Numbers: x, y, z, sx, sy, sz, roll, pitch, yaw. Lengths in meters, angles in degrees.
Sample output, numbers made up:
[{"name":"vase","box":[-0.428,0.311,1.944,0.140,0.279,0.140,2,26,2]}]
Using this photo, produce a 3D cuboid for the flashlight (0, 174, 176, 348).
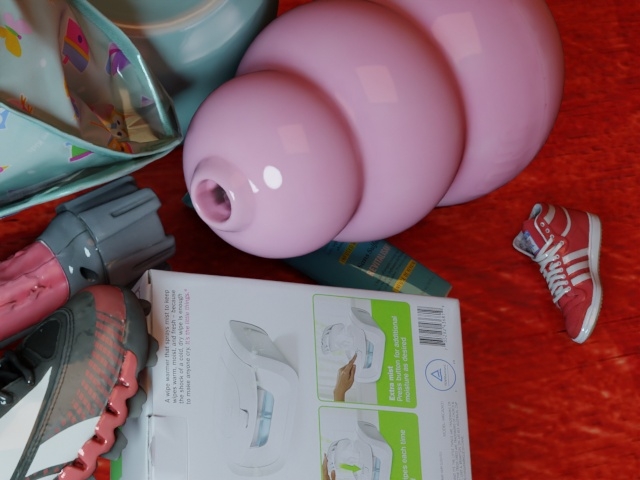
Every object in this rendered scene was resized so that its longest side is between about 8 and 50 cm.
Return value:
[{"name":"flashlight","box":[-0.241,0.047,1.158,0.304,0.103,0.103,-28,120,-24]}]

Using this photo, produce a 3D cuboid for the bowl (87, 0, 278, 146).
[{"name":"bowl","box":[-0.153,-0.215,1.236,0.311,0.163,0.311,2,85,-19]}]

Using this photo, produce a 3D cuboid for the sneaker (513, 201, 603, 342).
[{"name":"sneaker","box":[0.186,0.022,1.370,0.067,0.042,0.118,18,54,-17]}]

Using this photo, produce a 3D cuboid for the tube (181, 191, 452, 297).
[{"name":"tube","box":[0.000,0.000,1.312,0.207,0.052,0.080,33,48,3]}]

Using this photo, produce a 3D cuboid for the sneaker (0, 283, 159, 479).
[{"name":"sneaker","box":[-0.214,0.130,1.082,0.135,0.097,0.276,41,80,-31]}]

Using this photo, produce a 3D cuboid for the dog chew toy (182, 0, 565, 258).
[{"name":"dog chew toy","box":[0.032,-0.093,1.248,0.206,0.206,0.332,50,47,6]}]

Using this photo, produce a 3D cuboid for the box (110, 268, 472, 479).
[{"name":"box","box":[-0.022,0.168,1.178,0.231,0.127,0.262,5,66,-18]}]

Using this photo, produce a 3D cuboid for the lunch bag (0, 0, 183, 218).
[{"name":"lunch bag","box":[-0.244,-0.081,1.098,0.262,0.223,0.160,34,43,-51]}]
